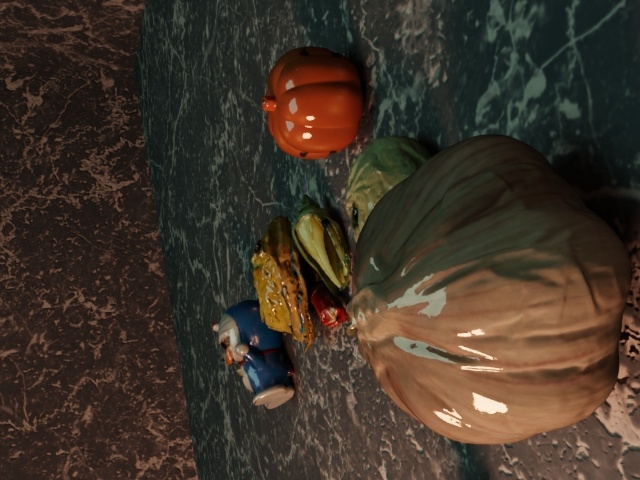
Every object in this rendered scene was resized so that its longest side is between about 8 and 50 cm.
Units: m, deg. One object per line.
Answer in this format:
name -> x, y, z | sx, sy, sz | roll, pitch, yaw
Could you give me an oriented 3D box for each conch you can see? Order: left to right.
conch -> 0.001, -0.001, 1.348 | 0.201, 0.079, 0.095 | 54, 134, 22

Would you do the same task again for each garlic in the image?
garlic -> 0.156, 0.066, 0.734 | 0.317, 0.259, 0.318 | 179, 90, -68

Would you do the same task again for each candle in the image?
candle -> 0.015, 0.123, 1.351 | 0.131, 0.052, 0.052 | -123, 33, -65

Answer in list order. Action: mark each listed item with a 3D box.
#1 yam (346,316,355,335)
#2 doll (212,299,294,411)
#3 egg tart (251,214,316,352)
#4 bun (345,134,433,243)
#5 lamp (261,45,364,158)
yam -> 0.064, 0.128, 1.293 | 0.021, 0.021, 0.116 | -118, 32, -44
doll -> -0.154, 0.269, 1.697 | 0.215, 0.161, 0.257 | 70, 179, -65
egg tart -> -0.082, 0.092, 1.450 | 0.291, 0.107, 0.291 | 168, 90, -89
bun -> 0.102, -0.037, 1.037 | 0.221, 0.108, 0.221 | 174, 90, -68
lamp -> -0.021, -0.231, 1.220 | 0.187, 0.163, 0.188 | 177, 90, -69
